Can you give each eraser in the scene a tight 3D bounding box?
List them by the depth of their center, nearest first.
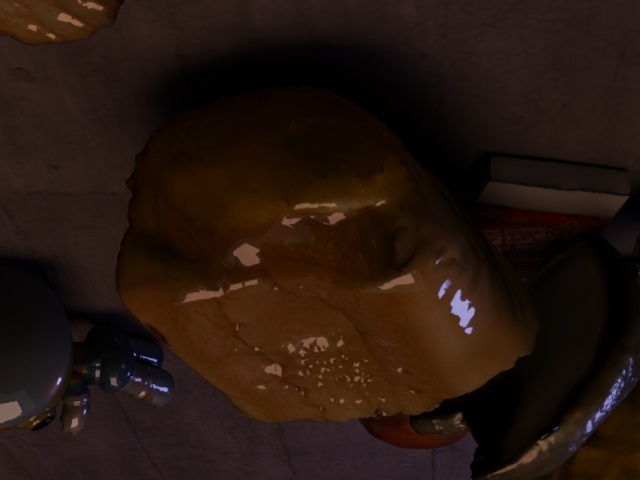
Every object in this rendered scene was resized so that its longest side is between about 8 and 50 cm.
[{"bbox_3d":[0.230,-0.020,1.586,0.157,0.038,0.230,6,154,-8],"label":"eraser"}]

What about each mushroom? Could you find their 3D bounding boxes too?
[{"bbox_3d":[0.249,0.172,1.540,0.292,0.217,0.212,-31,128,4],"label":"mushroom"}]

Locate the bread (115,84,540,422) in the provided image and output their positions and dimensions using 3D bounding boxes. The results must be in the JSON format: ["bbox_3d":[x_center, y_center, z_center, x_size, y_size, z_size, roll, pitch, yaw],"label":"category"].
[{"bbox_3d":[0.000,0.000,1.425,0.361,0.250,0.394,-9,148,21],"label":"bread"}]

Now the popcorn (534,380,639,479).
[{"bbox_3d":[0.431,0.294,1.861,0.354,0.344,0.390,9,171,-20],"label":"popcorn"}]

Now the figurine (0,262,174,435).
[{"bbox_3d":[-0.352,0.133,1.863,0.205,0.224,0.382,-43,158,28],"label":"figurine"}]

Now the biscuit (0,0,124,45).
[{"bbox_3d":[-0.261,-0.219,1.198,0.183,0.061,0.118,13,154,-17],"label":"biscuit"}]

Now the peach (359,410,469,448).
[{"bbox_3d":[0.113,0.132,1.747,0.235,0.214,0.214,49,141,-6],"label":"peach"}]

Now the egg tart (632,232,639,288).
[{"bbox_3d":[0.453,0.012,1.532,0.241,0.106,0.241,6,141,4],"label":"egg tart"}]

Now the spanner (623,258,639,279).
[{"bbox_3d":[0.467,0.060,1.757,0.254,0.015,0.054,14,154,-22],"label":"spanner"}]
